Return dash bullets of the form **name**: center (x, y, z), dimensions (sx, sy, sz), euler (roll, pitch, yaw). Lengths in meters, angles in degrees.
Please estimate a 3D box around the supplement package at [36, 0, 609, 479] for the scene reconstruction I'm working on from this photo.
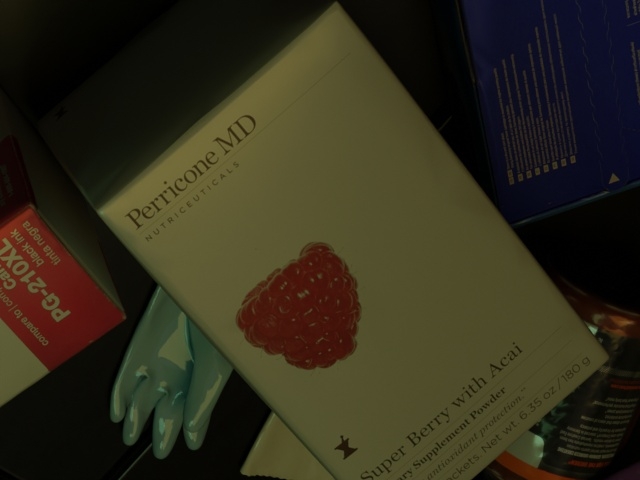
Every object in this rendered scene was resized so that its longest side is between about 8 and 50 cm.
- **supplement package**: center (0.000, 0.000, 1.105), dimensions (0.177, 0.175, 0.293), euler (-41, 117, -1)

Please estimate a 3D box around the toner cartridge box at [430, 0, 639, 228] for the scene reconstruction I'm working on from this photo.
- **toner cartridge box**: center (0.146, -0.189, 1.130), dimensions (0.165, 0.075, 0.348), euler (-18, 121, -7)

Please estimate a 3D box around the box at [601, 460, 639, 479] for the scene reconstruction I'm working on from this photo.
- **box**: center (0.173, 0.286, 1.350), dimensions (0.201, 0.057, 0.293), euler (-26, 145, -2)

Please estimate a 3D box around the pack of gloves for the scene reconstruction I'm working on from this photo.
- **pack of gloves**: center (-0.023, 0.069, 1.235), dimensions (0.195, 0.046, 0.232), euler (14, 113, -23)

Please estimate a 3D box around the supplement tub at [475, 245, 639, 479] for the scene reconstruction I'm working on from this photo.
- **supplement tub**: center (0.169, 0.110, 1.284), dimensions (0.106, 0.106, 0.198), euler (10, 113, -23)

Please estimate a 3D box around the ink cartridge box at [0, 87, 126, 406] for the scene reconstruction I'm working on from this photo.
- **ink cartridge box**: center (-0.248, 0.040, 1.070), dimensions (0.237, 0.172, 0.100), euler (-35, 122, 3)
